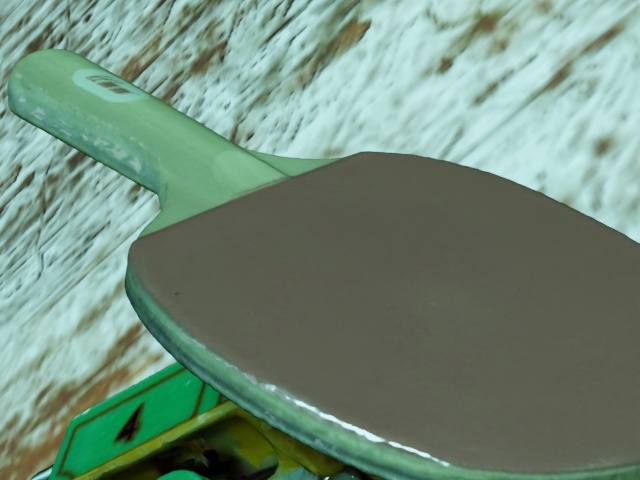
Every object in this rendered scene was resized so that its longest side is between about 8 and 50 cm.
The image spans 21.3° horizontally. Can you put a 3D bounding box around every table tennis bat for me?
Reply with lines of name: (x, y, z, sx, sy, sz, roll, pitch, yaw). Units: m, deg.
table tennis bat: (0.000, 0.000, 0.459, 0.246, 0.138, 0.022, 30, 125, 36)

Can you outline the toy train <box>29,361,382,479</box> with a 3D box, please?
toy train: (-0.033, 0.084, 0.495, 0.228, 0.091, 0.136, -29, 31, 37)
